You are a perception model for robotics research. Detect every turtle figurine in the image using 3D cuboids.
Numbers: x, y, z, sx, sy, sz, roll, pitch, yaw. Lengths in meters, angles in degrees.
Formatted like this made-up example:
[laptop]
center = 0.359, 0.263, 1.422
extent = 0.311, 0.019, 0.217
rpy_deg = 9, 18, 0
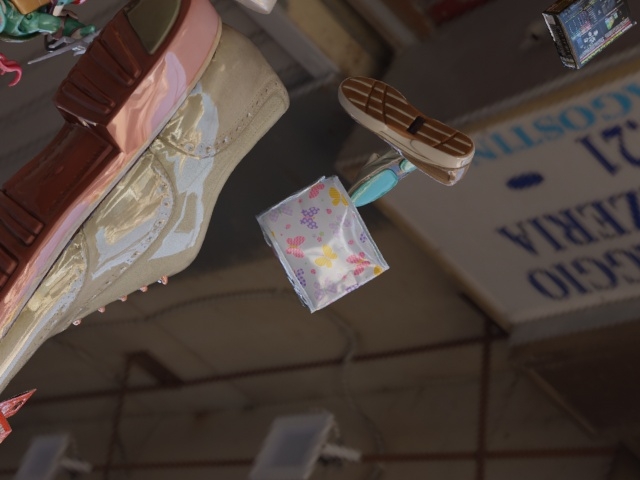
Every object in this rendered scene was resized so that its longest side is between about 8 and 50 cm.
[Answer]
[turtle figurine]
center = -0.266, -0.243, 1.208
extent = 0.118, 0.175, 0.234
rpy_deg = -23, -159, 31

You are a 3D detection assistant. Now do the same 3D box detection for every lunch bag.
[lunch bag]
center = 0.000, 0.000, 0.972
extent = 0.071, 0.083, 0.053
rpy_deg = -31, -168, -6

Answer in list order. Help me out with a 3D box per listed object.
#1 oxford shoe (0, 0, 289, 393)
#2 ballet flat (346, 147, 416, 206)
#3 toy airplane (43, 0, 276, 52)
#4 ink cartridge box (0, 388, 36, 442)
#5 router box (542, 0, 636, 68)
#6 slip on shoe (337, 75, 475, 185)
[oxford shoe]
center = -0.165, 0.014, 0.921
extent = 0.397, 0.146, 0.140
rpy_deg = -52, -144, 2
[ballet flat]
center = 0.126, -0.138, 2.305
extent = 0.213, 0.072, 0.068
rpy_deg = -33, -125, 4
[toy airplane]
center = -0.254, -0.401, 1.546
extent = 0.386, 0.384, 0.272
rpy_deg = 75, 27, -69
[ink cartridge box]
center = -0.293, 0.167, 1.101
extent = 0.115, 0.029, 0.063
rpy_deg = -22, 166, -40
[router box]
center = 0.383, -0.316, 1.854
extent = 0.122, 0.092, 0.038
rpy_deg = -37, -151, -16
[slip on shoe]
center = 0.071, -0.095, 1.133
extent = 0.051, 0.135, 0.041
rpy_deg = -49, 162, -39
